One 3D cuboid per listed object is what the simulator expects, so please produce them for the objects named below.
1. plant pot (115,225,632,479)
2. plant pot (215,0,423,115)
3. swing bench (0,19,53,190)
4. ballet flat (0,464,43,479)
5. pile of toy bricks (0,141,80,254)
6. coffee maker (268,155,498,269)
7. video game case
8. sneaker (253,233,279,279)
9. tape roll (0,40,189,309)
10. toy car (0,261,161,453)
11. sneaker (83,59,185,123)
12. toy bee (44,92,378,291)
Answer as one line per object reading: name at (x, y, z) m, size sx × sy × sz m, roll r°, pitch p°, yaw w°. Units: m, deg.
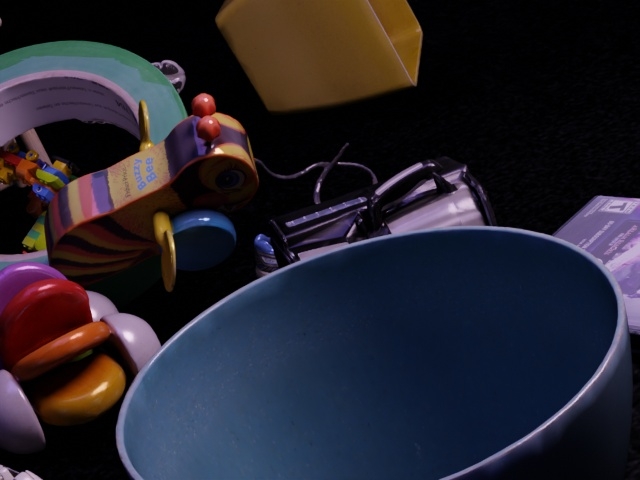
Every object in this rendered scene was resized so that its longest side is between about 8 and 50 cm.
plant pot at (0.051, 0.145, 0.849) m, size 0.290 × 0.195 × 0.290 m, roll -15°, pitch 25°, yaw 7°
plant pot at (-0.007, -0.273, 1.799) m, size 0.187 × 0.212 × 0.212 m, roll -25°, pitch 21°, yaw 18°
swing bench at (-0.467, -0.110, 1.684) m, size 0.253 × 0.255 × 0.165 m, roll -29°, pitch 26°, yaw -24°
ballet flat at (-0.236, 0.196, 1.133) m, size 0.114 × 0.041 × 0.041 m, roll 6°, pitch 34°, yaw 43°
pile of toy bricks at (-0.283, -0.021, 1.582) m, size 0.212 × 0.118 × 0.105 m, roll 21°, pitch 72°, yaw 33°
coffee maker at (0.053, 0.009, 1.269) m, size 0.178 × 0.120 × 0.171 m, roll -20°, pitch 0°, yaw -6°
video game case at (0.285, 0.028, 1.148) m, size 0.274 × 0.026 × 0.196 m, roll 6°, pitch 34°, yaw 44°
sneaker at (0.000, 0.000, 1.364) m, size 0.135 × 0.058 × 0.052 m, roll -19°, pitch 24°, yaw -3°
tape roll at (-0.279, -0.059, 1.481) m, size 0.321 × 0.077 × 0.321 m, roll -6°, pitch 54°, yaw 9°
toy car at (-0.239, 0.086, 1.251) m, size 0.159 × 0.136 × 0.182 m, roll -29°, pitch 26°, yaw -23°
sneaker at (-0.268, -0.203, 2.003) m, size 0.170 × 0.068 × 0.071 m, roll -12°, pitch 8°, yaw -8°
toy bee at (-0.122, -0.064, 1.305) m, size 0.298 × 0.162 × 0.195 m, roll -34°, pitch 54°, yaw -11°
